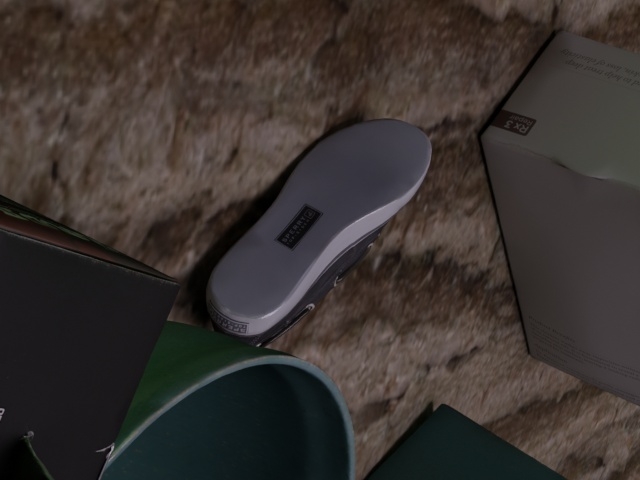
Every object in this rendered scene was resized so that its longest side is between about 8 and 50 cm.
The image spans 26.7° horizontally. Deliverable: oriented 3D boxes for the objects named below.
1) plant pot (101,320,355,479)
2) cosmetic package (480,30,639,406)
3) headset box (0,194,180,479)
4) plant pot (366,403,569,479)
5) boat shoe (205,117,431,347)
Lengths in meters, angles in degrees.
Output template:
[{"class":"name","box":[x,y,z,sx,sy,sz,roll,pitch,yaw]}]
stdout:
[{"class":"plant pot","box":[-0.145,0.163,0.751,0.293,0.196,0.293,-36,138,-41]},{"class":"cosmetic package","box":[0.306,0.000,1.324,0.156,0.217,0.385,-51,148,-24]},{"class":"headset box","box":[-0.204,0.063,0.501,0.110,0.293,0.218,23,91,-59]},{"class":"plant pot","box":[0.102,0.311,1.268,0.234,0.166,0.165,-36,138,-31]},{"class":"boat shoe","box":[0.000,0.000,0.991,0.228,0.080,0.076,-50,162,-31]}]
